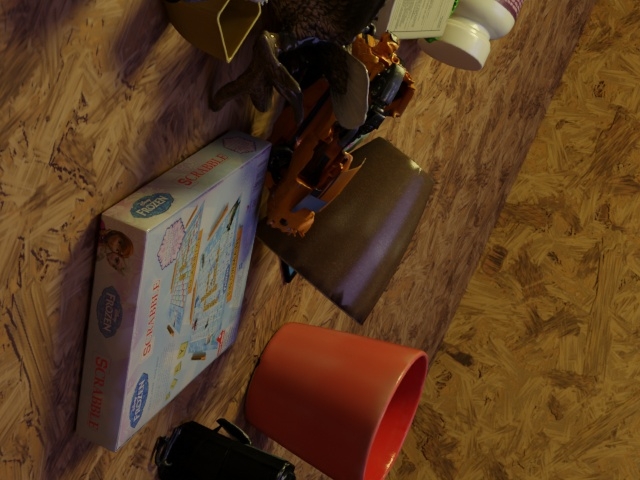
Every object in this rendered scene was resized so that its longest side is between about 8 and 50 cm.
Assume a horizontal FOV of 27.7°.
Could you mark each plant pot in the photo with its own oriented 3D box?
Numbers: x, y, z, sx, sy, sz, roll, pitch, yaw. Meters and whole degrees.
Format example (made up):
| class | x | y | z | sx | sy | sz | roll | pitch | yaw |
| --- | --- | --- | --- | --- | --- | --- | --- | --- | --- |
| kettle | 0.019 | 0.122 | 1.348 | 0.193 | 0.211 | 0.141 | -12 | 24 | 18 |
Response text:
| class | x | y | z | sx | sy | sz | roll | pitch | yaw |
| --- | --- | --- | --- | --- | --- | --- | --- | --- | --- |
| plant pot | -0.124 | -0.259 | 1.424 | 0.081 | 0.083 | 0.081 | -61 | 160 | -25 |
| plant pot | 0.021 | 0.271 | 2.220 | 0.275 | 0.243 | 0.275 | -57 | 159 | -36 |
| plant pot | 0.052 | -0.032 | 1.902 | 0.230 | 0.215 | 0.215 | -50 | 162 | -1 |

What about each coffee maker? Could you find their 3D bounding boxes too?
| class | x | y | z | sx | sy | sz | roll | pitch | yaw |
| --- | --- | --- | --- | --- | --- | --- | --- | --- | --- |
| coffee maker | -0.141 | 0.352 | 1.930 | 0.171 | 0.178 | 0.120 | -14 | 123 | -70 |

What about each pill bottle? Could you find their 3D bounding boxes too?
| class | x | y | z | sx | sy | sz | roll | pitch | yaw |
| --- | --- | --- | --- | --- | --- | --- | --- | --- | --- |
| pill bottle | 0.283 | -0.460 | 2.287 | 0.301 | 0.169 | 0.169 | -67 | 163 | -8 |

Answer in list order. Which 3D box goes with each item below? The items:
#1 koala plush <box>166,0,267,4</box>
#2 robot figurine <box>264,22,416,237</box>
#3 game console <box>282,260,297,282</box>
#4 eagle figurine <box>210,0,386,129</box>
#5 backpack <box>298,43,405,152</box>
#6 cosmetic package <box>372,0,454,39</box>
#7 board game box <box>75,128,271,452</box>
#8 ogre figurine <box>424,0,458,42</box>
| class | x | y | z | sx | sy | sz | roll | pitch | yaw |
| --- | --- | --- | --- | --- | --- | --- | --- | --- | --- |
| koala plush | -0.122 | -0.305 | 1.214 | 0.221 | 0.196 | 0.203 | 66 | 38 | -62 |
| robot figurine | 0.018 | -0.155 | 1.732 | 0.291 | 0.085 | 0.211 | -50 | -146 | 19 |
| game console | 0.000 | 0.000 | 2.117 | 0.144 | 0.124 | 0.085 | 83 | 6 | -58 |
| eagle figurine | 0.001 | -0.297 | 1.597 | 0.298 | 0.226 | 0.225 | -52 | 137 | -31 |
| backpack | 0.032 | -0.205 | 1.875 | 0.115 | 0.152 | 0.182 | -16 | 136 | -63 |
| cosmetic package | 0.101 | -0.380 | 1.895 | 0.296 | 0.129 | 0.153 | -20 | 128 | -67 |
| board game box | -0.183 | 0.056 | 1.644 | 0.318 | 0.066 | 0.318 | -42 | 148 | -57 |
| ogre figurine | 0.171 | -0.424 | 2.073 | 0.097 | 0.118 | 0.197 | -26 | 133 | -60 |
